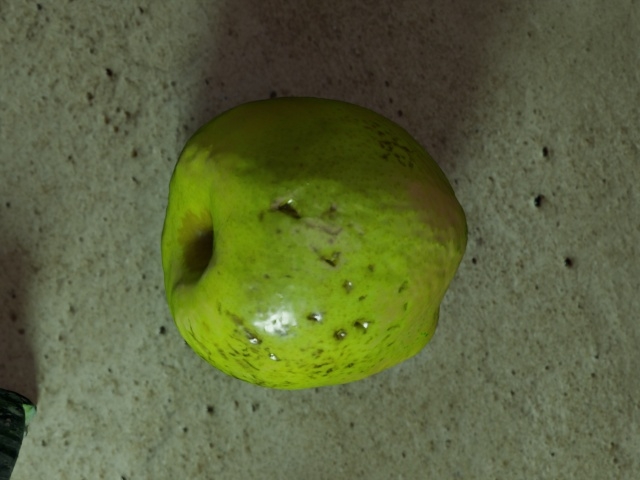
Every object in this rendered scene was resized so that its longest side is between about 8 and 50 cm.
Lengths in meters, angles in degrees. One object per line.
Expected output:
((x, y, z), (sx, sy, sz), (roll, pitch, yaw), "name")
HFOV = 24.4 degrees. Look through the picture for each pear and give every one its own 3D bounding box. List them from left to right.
((0.000, 0.000, 1.815), (0.391, 0.391, 0.391), (2, 83, -18), "pear")

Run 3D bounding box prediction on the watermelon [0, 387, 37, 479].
((-0.440, 0.303, 1.723), (0.320, 0.289, 0.214), (-18, 119, -31), "watermelon")
